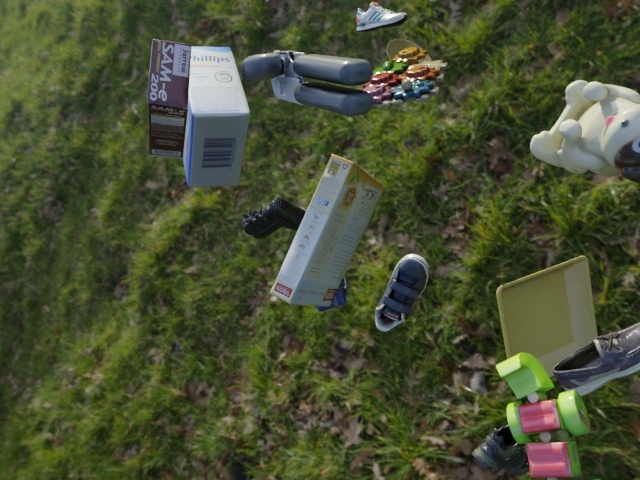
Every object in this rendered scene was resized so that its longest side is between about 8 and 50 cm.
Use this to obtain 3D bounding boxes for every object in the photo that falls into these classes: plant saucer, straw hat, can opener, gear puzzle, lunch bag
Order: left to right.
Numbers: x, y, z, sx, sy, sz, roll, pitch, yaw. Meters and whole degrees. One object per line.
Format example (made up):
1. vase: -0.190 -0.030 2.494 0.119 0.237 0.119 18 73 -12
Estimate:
1. can opener: -0.033 -0.223 0.799 0.283 0.095 0.076 -144 46 -58
2. lunch bag: 0.019 0.089 1.093 0.065 0.067 0.098 -18 23 9
3. gear puzzle: 0.186 -0.376 1.251 0.176 0.044 0.339 -4 33 22
4. straw hat: 0.219 -0.448 1.472 0.061 0.145 0.144 126 155 -53
5. plant saucer: 0.668 0.239 1.709 0.081 0.333 0.332 -161 57 -68

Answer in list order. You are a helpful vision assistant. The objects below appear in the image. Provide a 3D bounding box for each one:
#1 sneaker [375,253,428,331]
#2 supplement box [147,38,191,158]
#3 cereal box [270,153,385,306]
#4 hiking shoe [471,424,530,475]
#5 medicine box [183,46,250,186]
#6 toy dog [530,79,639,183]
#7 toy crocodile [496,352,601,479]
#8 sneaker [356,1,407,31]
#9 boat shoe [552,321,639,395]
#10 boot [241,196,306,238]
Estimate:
1. sneaker: 0.280 0.196 1.974 0.127 0.126 0.321 -56 -12 -49
2. supplement box: -0.293 -0.262 1.097 0.239 0.073 0.130 137 135 -68
3. cereal box: 0.017 -0.006 0.944 0.047 0.173 0.240 26 92 23
4. hiking shoe: 0.478 0.511 1.401 0.086 0.227 0.114 44 111 45
5. medicine box: -0.304 -0.338 1.558 0.263 0.149 0.289 109 149 -49
6. toy dog: 0.875 -0.288 1.676 0.284 0.395 0.408 -48 8 6
7. toy crocodile: 0.354 0.339 0.856 0.115 0.105 0.340 -22 65 31
8. sneaker: 0.170 -0.647 1.625 0.161 0.057 0.075 2 106 37
9. boat shoe: 0.705 0.279 1.394 0.285 0.092 0.103 -41 18 26
10. boot: -0.080 -0.029 1.070 0.099 0.121 0.045 -30 45 33
